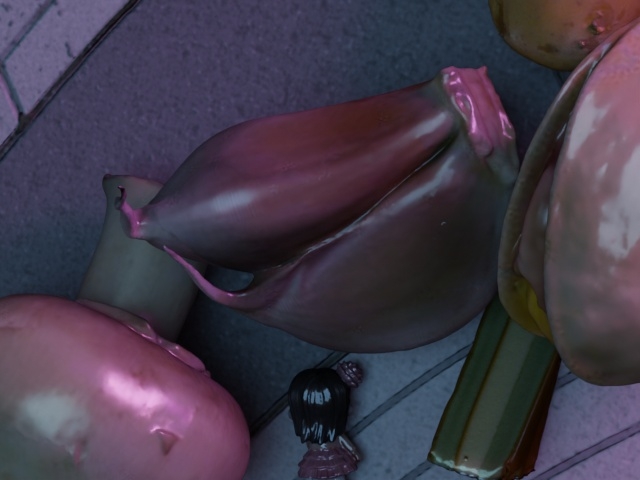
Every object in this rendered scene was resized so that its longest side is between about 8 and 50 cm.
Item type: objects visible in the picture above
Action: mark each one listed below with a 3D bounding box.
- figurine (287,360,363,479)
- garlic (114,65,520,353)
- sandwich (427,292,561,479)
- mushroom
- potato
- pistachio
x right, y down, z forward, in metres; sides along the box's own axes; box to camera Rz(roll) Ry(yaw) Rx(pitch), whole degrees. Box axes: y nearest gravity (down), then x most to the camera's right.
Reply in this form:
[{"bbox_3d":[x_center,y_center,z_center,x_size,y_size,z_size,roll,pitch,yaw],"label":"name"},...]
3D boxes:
[{"bbox_3d":[0.008,0.176,1.734,0.072,0.054,0.129,-5,93,16],"label":"figurine"},{"bbox_3d":[0.000,0.000,1.623,0.340,0.246,0.231,-18,90,-13],"label":"garlic"},{"bbox_3d":[0.159,0.121,1.645,0.079,0.113,0.163,16,97,18],"label":"sandwich"},{"bbox_3d":[-0.195,0.100,1.708,0.314,0.314,0.336,14,76,19],"label":"mushroom"},{"bbox_3d":[0.226,-0.258,1.598,0.150,0.146,0.234,12,97,-11],"label":"potato"},{"bbox_3d":[0.265,-0.040,1.533,0.230,0.230,0.309,30,100,16],"label":"pistachio"}]
